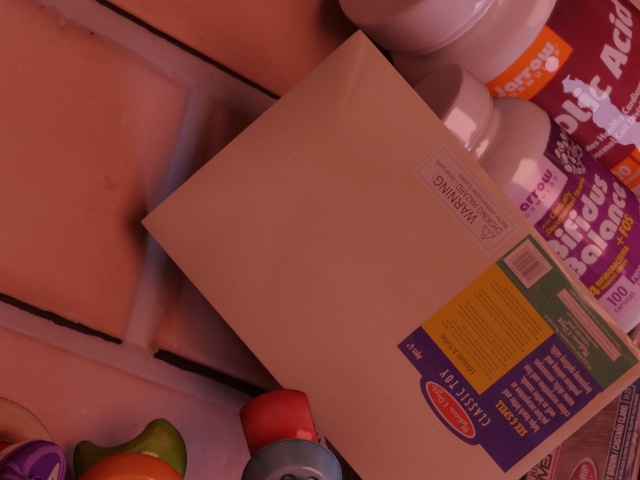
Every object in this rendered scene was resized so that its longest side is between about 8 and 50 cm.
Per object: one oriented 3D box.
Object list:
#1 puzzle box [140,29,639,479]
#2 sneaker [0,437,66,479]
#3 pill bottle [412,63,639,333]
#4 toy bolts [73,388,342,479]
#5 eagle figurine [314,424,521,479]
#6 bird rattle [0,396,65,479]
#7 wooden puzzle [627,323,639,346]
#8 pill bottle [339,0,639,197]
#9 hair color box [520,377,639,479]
[{"bbox_3d":[0.068,0.048,1.427,0.272,0.052,0.409,-40,88,3],"label":"puzzle box"},{"bbox_3d":[-0.229,0.208,1.183,0.068,0.071,0.170,59,26,-16],"label":"sneaker"},{"bbox_3d":[0.202,-0.037,1.559,0.301,0.169,0.169,38,62,-22],"label":"pill bottle"},{"bbox_3d":[-0.083,0.254,1.346,0.229,0.158,0.218,-20,114,1],"label":"toy bolts"},{"bbox_3d":[0.103,0.252,1.595,0.226,0.225,0.298,90,-7,-50],"label":"eagle figurine"},{"bbox_3d":[-0.300,0.207,1.273,0.207,0.143,0.253,-14,84,-54],"label":"bird rattle"},{"bbox_3d":[0.293,0.050,1.714,0.044,0.239,0.221,48,58,-28],"label":"wooden puzzle"},{"bbox_3d":[0.217,-0.211,1.670,0.392,0.224,0.224,32,66,-37],"label":"pill bottle"},{"bbox_3d":[0.280,0.301,1.654,0.347,0.105,0.174,78,26,-49],"label":"hair color box"}]
